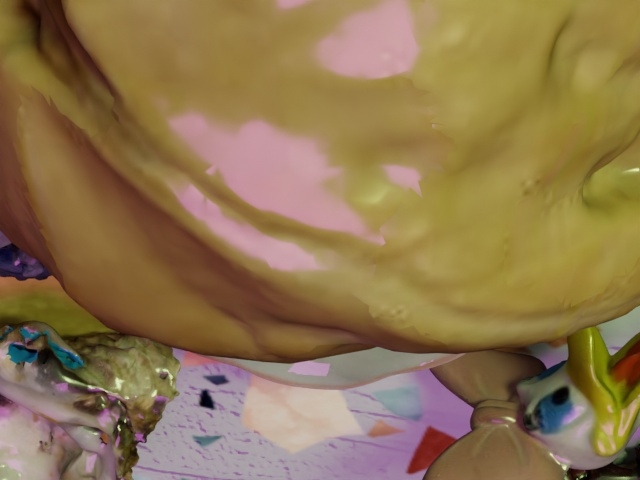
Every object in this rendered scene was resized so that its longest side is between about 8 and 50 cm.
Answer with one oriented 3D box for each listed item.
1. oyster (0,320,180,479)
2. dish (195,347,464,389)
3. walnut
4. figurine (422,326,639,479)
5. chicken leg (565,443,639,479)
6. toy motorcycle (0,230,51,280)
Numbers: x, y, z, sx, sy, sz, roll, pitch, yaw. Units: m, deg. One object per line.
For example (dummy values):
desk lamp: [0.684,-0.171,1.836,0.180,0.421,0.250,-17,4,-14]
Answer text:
oyster: [-0.215,0.127,1.177,0.223,0.083,0.214,23,125,6]
dish: [0.000,0.000,1.033,0.229,0.081,0.229,2,143,1]
walnut: [0.014,-0.117,0.707,0.383,0.383,0.383,2,134,2]
figurine: [0.279,0.107,1.072,0.421,0.154,0.193,8,132,-1]
chicken leg: [0.212,0.169,1.210,0.253,0.051,0.106,-23,123,21]
toy motorcycle: [-0.162,-0.064,0.972,0.204,0.108,0.239,-13,157,22]
